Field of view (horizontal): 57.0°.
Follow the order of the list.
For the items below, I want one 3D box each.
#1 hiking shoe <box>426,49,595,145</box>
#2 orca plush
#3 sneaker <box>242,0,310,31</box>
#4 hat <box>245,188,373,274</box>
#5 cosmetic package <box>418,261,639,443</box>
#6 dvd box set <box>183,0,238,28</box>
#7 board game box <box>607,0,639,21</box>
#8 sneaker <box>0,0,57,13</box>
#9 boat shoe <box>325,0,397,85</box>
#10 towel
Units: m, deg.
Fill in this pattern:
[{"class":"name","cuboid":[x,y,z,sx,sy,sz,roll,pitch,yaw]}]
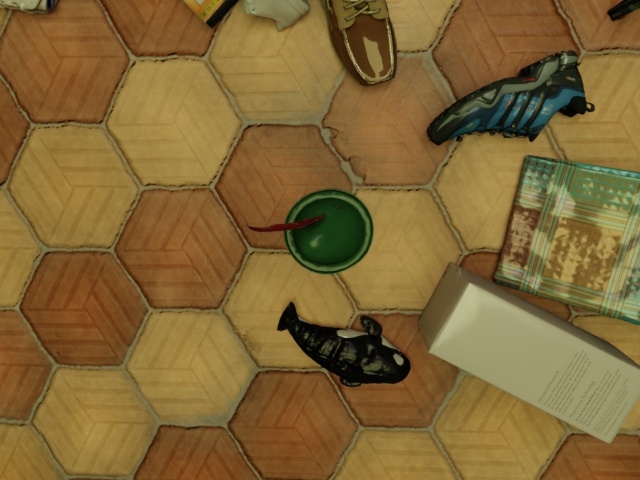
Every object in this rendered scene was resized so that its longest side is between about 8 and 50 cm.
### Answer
[{"class":"hiking shoe","cuboid":[0.349,-0.233,1.088,0.303,0.113,0.132,-25,96,6]},{"class":"orca plush","cuboid":[0.049,0.216,1.177,0.287,0.102,0.151,37,99,-3]},{"class":"sneaker","cuboid":[-0.115,-0.453,1.054,0.094,0.080,0.212,-36,137,23]},{"class":"hat","cuboid":[0.000,0.000,1.105,0.208,0.183,0.173,-20,98,6]},{"class":"cosmetic package","cuboid":[0.385,0.199,1.111,0.365,0.197,0.155,26,100,0]},{"class":"dvd box set","cuboid":[-0.251,-0.655,1.081,0.420,0.062,0.307,44,98,-4]},{"class":"board game box","cuboid":[0.615,-0.462,1.033,0.186,0.126,0.026,-35,96,8]},{"class":"sneaker","cuboid":[-0.577,-0.482,1.104,0.296,0.111,0.130,-17,103,6]},{"class":"boat shoe","cuboid":[0.058,-0.444,1.067,0.122,0.120,0.324,-18,97,5]},{"class":"towel","cuboid":[0.535,0.004,1.090,0.369,0.040,0.272,15,99,22]}]
